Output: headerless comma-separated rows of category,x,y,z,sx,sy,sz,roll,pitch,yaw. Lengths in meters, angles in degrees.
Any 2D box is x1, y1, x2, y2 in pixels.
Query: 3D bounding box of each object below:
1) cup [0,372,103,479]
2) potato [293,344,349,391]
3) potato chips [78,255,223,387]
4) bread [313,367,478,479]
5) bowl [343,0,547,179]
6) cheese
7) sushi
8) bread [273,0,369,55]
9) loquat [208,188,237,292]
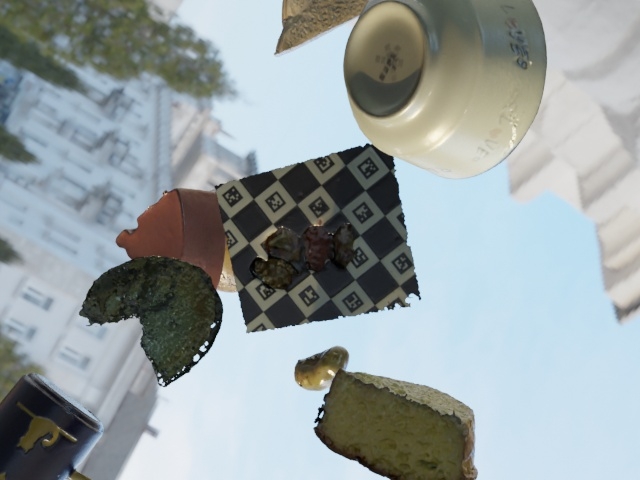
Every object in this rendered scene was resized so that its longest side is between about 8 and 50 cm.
cup,-0.459,0.381,1.830,0.256,0.255,0.178,-52,-153,-10
potato,0.005,0.249,2.169,0.138,0.070,0.091,-24,-166,49
potato chips,-0.271,0.118,1.826,0.202,0.220,0.029,-64,-178,-11
bread,0.129,0.269,1.592,0.260,0.134,0.129,18,-84,35
bowl,0.111,-0.186,1.194,0.238,0.126,0.237,-1,-92,48
cheese,-0.273,0.024,2.152,0.203,0.128,0.177,-37,-117,31
sushi,0.000,0.000,1.779,0.290,0.264,0.050,-13,179,10
bread,0.019,-0.283,1.453,0.077,0.152,0.105,-147,-118,-81
loquat,-0.198,0.000,2.443,0.235,0.235,0.235,-49,-158,27
